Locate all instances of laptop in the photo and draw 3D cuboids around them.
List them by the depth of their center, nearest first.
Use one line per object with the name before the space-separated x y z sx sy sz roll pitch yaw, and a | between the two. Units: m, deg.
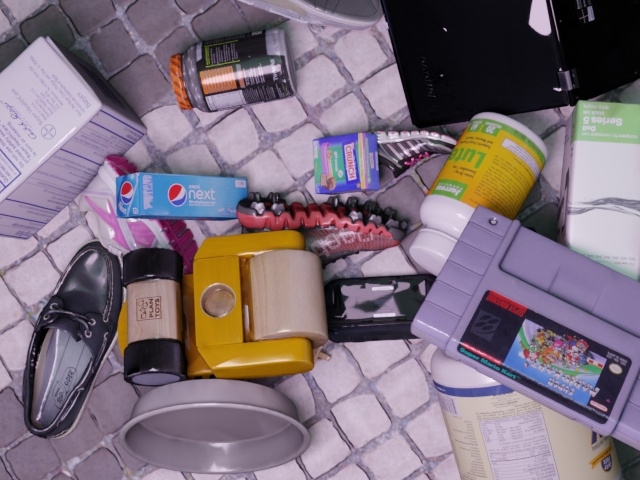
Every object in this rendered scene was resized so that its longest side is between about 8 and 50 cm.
laptop | 0.326 -0.412 1.821 0.408 0.236 0.382 -23 109 -22

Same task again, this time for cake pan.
cake pan | -0.161 0.287 1.794 0.293 0.293 0.054 -5 60 6

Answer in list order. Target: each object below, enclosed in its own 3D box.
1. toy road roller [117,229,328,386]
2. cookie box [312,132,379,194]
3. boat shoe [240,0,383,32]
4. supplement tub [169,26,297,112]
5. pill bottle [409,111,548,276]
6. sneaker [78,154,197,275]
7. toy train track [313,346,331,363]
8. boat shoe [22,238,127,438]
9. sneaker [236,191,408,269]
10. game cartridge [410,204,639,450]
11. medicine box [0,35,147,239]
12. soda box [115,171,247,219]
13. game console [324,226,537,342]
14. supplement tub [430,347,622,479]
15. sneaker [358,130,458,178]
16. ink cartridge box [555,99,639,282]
toy road roller | -0.148 0.126 1.795 0.329 0.240 0.203 -7 69 5
cookie box | 0.041 -0.122 1.867 0.107 0.040 0.092 -4 88 42
boat shoe | -0.049 -0.414 1.898 0.320 0.103 0.118 15 70 1
supplement tub | -0.140 -0.272 1.883 0.190 0.117 0.117 -9 86 6
pill bottle | 0.237 -0.062 1.791 0.136 0.136 0.246 29 74 7
sneaker | -0.296 -0.013 1.903 0.111 0.103 0.252 -39 86 17
toy train track | -0.020 0.174 1.902 0.083 0.014 0.048 26 98 12
boat shoe | -0.410 0.161 1.894 0.127 0.113 0.340 22 90 7
sneaker | 0.000 0.000 1.868 0.276 0.097 0.135 3 108 -6
game cartridge | 0.326 0.115 1.595 0.355 0.068 0.230 26 56 10
medicine box | -0.453 -0.149 1.838 0.289 0.263 0.149 -41 83 3
soda box | -0.216 -0.067 1.840 0.071 0.210 0.067 -5 85 48
game console | 0.181 0.090 1.869 0.361 0.044 0.213 -3 87 5
supplement tub | 0.311 0.292 1.731 0.235 0.235 0.325 -16 100 5
sneaker | 0.139 -0.137 1.874 0.170 0.063 0.075 1 87 11
ink cartridge box | 0.426 -0.061 1.769 0.114 0.198 0.273 5 88 7
